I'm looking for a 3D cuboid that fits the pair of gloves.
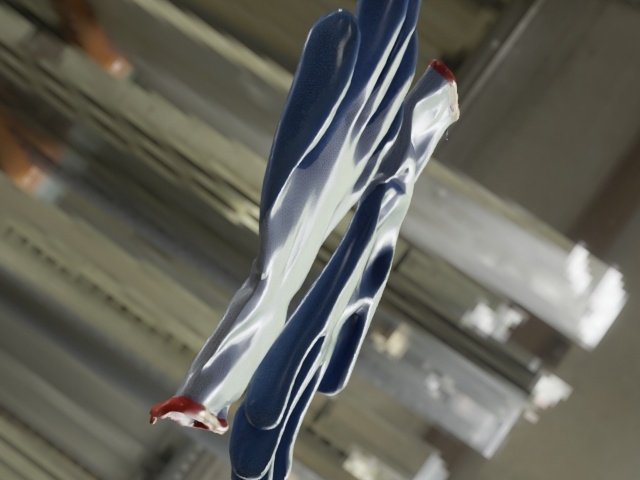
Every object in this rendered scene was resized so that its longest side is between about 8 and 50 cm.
[{"bbox_3d":[0.000,0.000,0.610,0.023,0.159,0.198,24,-10,13],"label":"pair of gloves"}]
